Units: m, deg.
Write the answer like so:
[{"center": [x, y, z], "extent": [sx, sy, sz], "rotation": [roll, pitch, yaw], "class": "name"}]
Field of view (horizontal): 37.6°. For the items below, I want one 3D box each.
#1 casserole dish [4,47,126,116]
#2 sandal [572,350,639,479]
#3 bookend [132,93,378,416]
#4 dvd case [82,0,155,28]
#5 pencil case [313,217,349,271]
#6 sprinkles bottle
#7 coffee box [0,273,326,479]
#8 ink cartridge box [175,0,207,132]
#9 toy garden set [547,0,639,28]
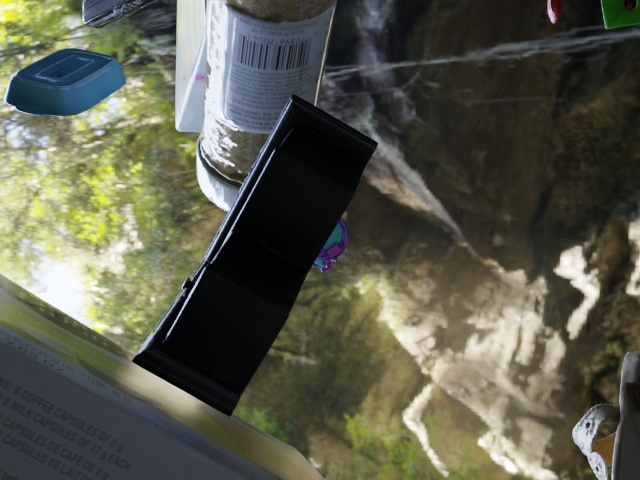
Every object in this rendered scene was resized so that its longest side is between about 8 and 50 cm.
[{"center": [-0.336, -0.214, 1.243], "extent": [0.188, 0.114, 0.037], "rotation": [-56, -24, -56], "class": "casserole dish"}, {"center": [0.347, 0.231, 1.133], "extent": [0.088, 0.079, 0.240], "rotation": [60, -141, -26], "class": "sandal"}, {"center": [-0.038, 0.005, 0.624], "extent": [0.072, 0.157, 0.156], "rotation": [30, -64, -3], "class": "bookend"}, {"center": [-0.176, -0.352, 0.945], "extent": [0.029, 0.179, 0.239], "rotation": [10, -106, -46], "class": "dvd case"}, {"center": [0.000, 0.000, 1.182], "extent": [0.064, 0.152, 0.070], "rotation": [-23, -94, -3], "class": "pencil case"}, {"center": [-0.052, -0.175, 0.894], "extent": [0.121, 0.121, 0.355], "rotation": [-38, -22, -32], "class": "sprinkles bottle"}, {"center": [-0.203, 0.249, 0.674], "extent": [0.337, 0.334, 0.338], "rotation": [34, -96, -14], "class": "coffee box"}, {"center": [-0.092, -0.284, 1.093], "extent": [0.119, 0.353, 0.207], "rotation": [3, -108, -15], "class": "ink cartridge box"}, {"center": [0.270, -0.332, 0.915], "extent": [0.049, 0.204, 0.244], "rotation": [-38, -62, -52], "class": "toy garden set"}]
